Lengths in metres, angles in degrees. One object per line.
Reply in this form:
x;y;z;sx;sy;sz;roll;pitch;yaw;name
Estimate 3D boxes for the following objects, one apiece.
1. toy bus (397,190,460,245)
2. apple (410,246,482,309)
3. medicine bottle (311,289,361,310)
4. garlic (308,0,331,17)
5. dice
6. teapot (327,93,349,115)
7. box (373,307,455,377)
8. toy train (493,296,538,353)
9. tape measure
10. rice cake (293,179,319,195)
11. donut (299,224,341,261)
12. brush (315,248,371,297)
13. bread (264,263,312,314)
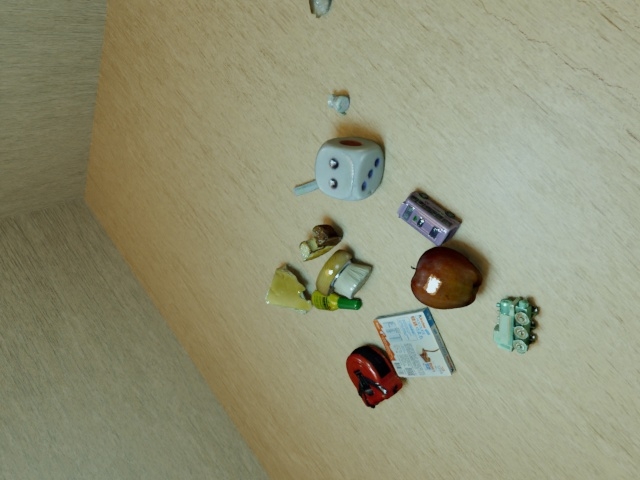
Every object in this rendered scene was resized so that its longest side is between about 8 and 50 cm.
0.359;-0.074;1.444;0.199;0.108;0.096;41;131;22;toy bus
0.409;0.129;1.418;0.234;0.234;0.234;19;121;36;apple
0.069;0.275;1.908;0.260;0.064;0.095;0;108;42;medicine bottle
-0.013;-0.847;1.463;0.084;0.066;0.152;13;119;41;garlic
0.104;-0.261;1.537;0.194;0.193;0.192;24;122;32;dice
0.067;-0.497;1.563;0.064;0.064;0.083;34;161;37;teapot
0.368;0.415;1.706;0.265;0.048;0.274;-21;93;47;box
0.626;0.272;1.381;0.125;0.080;0.194;13;119;43;toy train
0.218;0.589;1.856;0.260;0.114;0.253;55;147;14;tape measure
-0.043;-0.227;1.801;0.210;0.034;0.043;-13;97;46;rice cake
-0.001;0.002;1.799;0.217;0.141;0.085;-45;67;44;donut
0.085;0.172;1.783;0.166;0.174;0.267;38;139;12;brush
-0.142;0.226;2.039;0.183;0.223;0.211;138;146;-72;bread
